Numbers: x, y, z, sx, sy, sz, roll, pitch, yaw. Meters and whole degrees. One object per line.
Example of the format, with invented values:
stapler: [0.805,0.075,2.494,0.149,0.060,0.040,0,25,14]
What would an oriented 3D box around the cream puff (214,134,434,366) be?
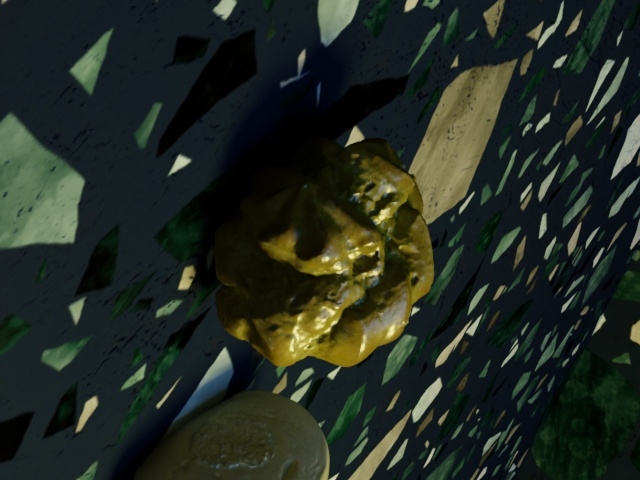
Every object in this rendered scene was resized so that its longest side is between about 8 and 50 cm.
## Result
cream puff: [0.005,0.002,1.418,0.221,0.194,0.195,-53,161,-27]

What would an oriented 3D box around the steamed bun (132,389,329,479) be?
steamed bun: [-0.092,0.280,1.616,0.250,0.154,0.200,-32,148,-47]
